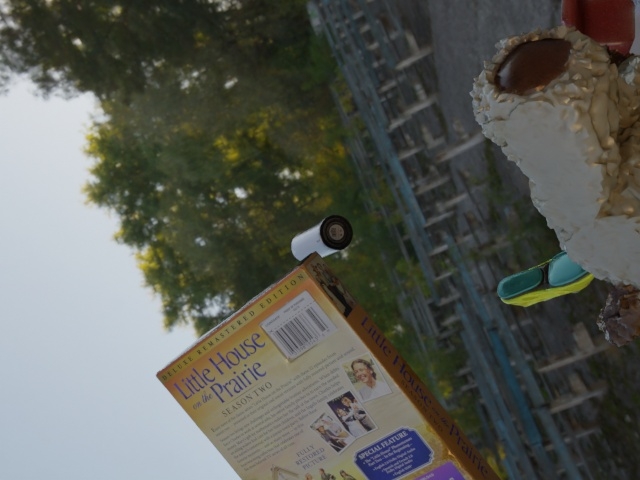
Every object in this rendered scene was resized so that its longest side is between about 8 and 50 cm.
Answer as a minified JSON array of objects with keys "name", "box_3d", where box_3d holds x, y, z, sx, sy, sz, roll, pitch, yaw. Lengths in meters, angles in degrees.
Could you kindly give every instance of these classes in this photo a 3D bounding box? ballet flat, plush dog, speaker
[{"name":"ballet flat","box_3d":[0.431,0.073,1.210,0.077,0.231,0.077,28,-123,-22]},{"name":"plush dog","box_3d":[0.259,-0.064,0.470,0.225,0.262,0.210,-49,-37,-36]},{"name":"speaker","box_3d":[0.000,0.000,1.036,0.055,0.055,0.136,67,157,1]}]

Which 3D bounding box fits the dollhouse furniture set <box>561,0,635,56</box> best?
[{"name":"dollhouse furniture set","box_3d":[0.233,-0.340,0.651,0.374,0.201,0.152,62,-178,29]}]

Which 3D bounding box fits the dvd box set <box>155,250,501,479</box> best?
[{"name":"dvd box set","box_3d":[0.010,0.262,0.891,0.420,0.308,0.062,51,-153,-2]}]

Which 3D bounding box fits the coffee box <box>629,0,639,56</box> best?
[{"name":"coffee box","box_3d":[0.424,-0.379,0.838,0.119,0.168,0.297,124,147,-58]}]
